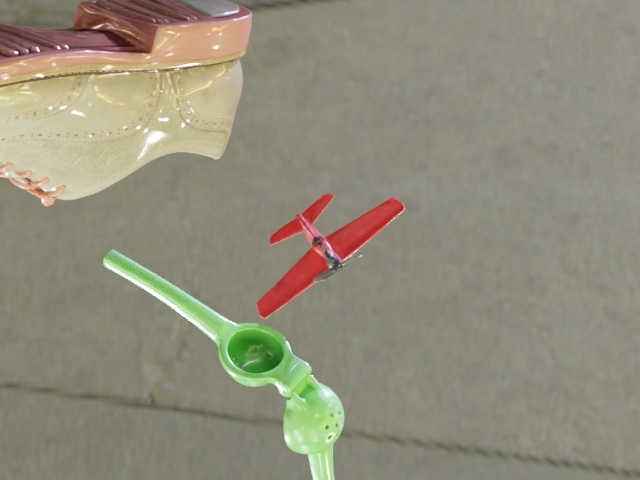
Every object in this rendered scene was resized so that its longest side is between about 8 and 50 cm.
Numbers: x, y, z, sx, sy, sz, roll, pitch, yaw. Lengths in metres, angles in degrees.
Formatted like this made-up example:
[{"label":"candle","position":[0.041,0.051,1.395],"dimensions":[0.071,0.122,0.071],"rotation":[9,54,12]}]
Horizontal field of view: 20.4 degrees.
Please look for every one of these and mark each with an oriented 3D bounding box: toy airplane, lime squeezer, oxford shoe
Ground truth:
[{"label":"toy airplane","position":[0.000,0.000,1.480],"dimensions":[0.028,0.151,0.151],"rotation":[52,56,-20]},{"label":"lime squeezer","position":[-0.044,0.113,1.409],"dimensions":[0.059,0.110,0.310],"rotation":[-43,102,-22]},{"label":"oxford shoe","position":[-0.191,-0.077,1.163],"dimensions":[0.348,0.130,0.123],"rotation":[-12,25,-33]}]
